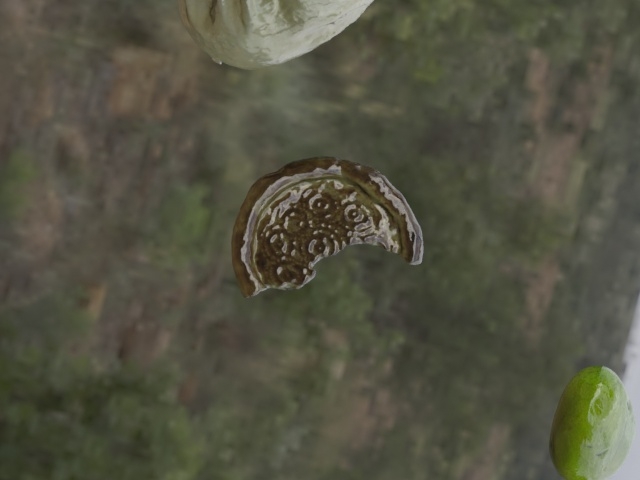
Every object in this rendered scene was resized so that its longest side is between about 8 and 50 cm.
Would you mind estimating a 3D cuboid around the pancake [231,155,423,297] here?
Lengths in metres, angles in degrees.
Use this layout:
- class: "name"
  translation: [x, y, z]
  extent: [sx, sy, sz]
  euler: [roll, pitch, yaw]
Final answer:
- class: "pancake"
  translation: [0.000, 0.000, 1.873]
  extent: [0.190, 0.184, 0.020]
  euler: [-48, 170, -10]

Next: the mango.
- class: "mango"
  translation: [0.305, 0.214, 2.097]
  extent: [0.117, 0.089, 0.163]
  euler: [-54, 148, -17]

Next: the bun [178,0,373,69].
- class: "bun"
  translation: [-0.043, -0.305, 1.970]
  extent: [0.160, 0.259, 0.259]
  euler: [53, 44, -40]
